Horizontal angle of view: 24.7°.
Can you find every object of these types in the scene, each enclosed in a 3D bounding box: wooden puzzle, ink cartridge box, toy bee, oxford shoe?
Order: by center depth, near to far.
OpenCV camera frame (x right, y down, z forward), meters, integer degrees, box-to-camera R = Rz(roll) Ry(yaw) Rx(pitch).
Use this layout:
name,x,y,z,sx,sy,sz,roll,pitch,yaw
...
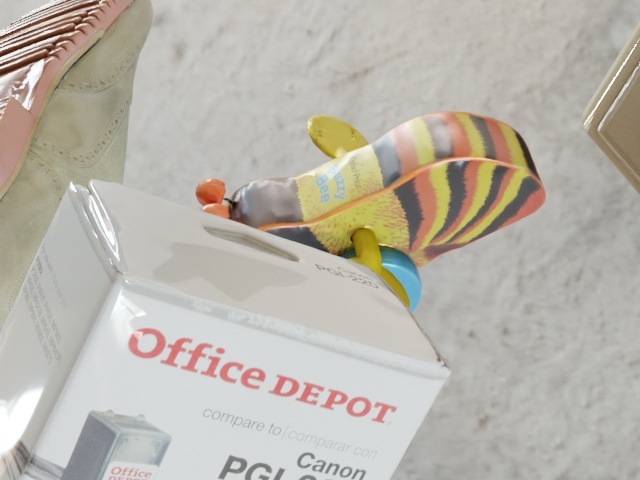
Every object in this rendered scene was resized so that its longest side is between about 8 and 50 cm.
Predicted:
name,x,y,z,sx,sy,sz,roll,pitch,yaw
ink cartridge box,-0.069,0.102,0.621,0.217,0.159,0.092,-64,30,15
toy bee,0.000,0.000,1.019,0.298,0.162,0.195,-48,38,3
oxford shoe,-0.214,-0.082,1.156,0.141,0.146,0.397,-15,31,30
wooden puzzle,0.347,-0.103,1.298,0.238,0.044,0.221,59,146,27
